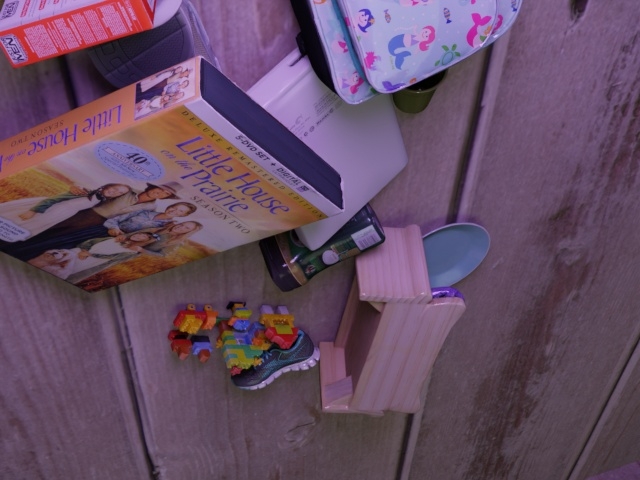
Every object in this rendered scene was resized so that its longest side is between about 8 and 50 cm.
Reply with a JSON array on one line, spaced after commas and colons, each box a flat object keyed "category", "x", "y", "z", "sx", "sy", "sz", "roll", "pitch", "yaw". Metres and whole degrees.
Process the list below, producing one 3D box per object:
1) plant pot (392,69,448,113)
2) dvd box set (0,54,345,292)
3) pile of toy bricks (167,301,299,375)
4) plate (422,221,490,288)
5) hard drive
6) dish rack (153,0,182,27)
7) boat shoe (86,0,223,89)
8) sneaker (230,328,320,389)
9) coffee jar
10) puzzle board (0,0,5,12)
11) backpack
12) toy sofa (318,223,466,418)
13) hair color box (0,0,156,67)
[{"category": "plant pot", "x": 0.126, "y": -0.212, "z": 1.336, "sx": 0.083, "sy": 0.083, "sz": 0.079, "roll": -18, "pitch": 156, "yaw": -8}, {"category": "dvd box set", "x": -0.224, "y": -0.057, "z": 1.220, "sx": 0.420, "sy": 0.062, "sz": 0.307, "roll": -17, "pitch": 150, "yaw": 25}, {"category": "pile of toy bricks", "x": -0.143, "y": 0.174, "z": 1.643, "sx": 0.212, "sy": 0.105, "sz": 0.118, "roll": 4, "pitch": 136, "yaw": -34}, {"category": "plate", "x": 0.206, "y": 0.026, "z": 1.725, "sx": 0.188, "sy": 0.024, "sz": 0.188, "roll": -15, "pitch": 144, "yaw": -11}, {"category": "hard drive", "x": 0.014, "y": -0.140, "z": 1.328, "sx": 0.203, "sy": 0.040, "sz": 0.308, "roll": -43, "pitch": 147, "yaw": -13}, {"category": "dish rack", "x": -0.220, "y": -0.368, "z": 0.875, "sx": 0.285, "sy": 0.072, "sz": 0.333, "roll": 15, "pitch": 129, "yaw": -19}, {"category": "boat shoe", "x": -0.181, "y": -0.220, "z": 1.136, "sx": 0.118, "sy": 0.103, "sz": 0.320, "roll": -20, "pitch": 141, "yaw": 12}, {"category": "sneaker", "x": -0.087, "y": 0.207, "z": 1.771, "sx": 0.166, "sy": 0.065, "sz": 0.076, "roll": -23, "pitch": 128, "yaw": -7}, {"category": "coffee jar", "x": 0.000, "y": 0.000, "z": 1.511, "sx": 0.184, "sy": 0.096, "sz": 0.079, "roll": -28, "pitch": 142, "yaw": 6}, {"category": "puzzle board", "x": -0.352, "y": -0.290, "z": 1.009, "sx": 0.096, "sy": 0.011, "sz": 0.128, "roll": -40, "pitch": 142, "yaw": 19}, {"category": "backpack", "x": 0.101, "y": -0.292, "z": 1.107, "sx": 0.253, "sy": 0.191, "sz": 0.225, "roll": -24, "pitch": 118, "yaw": -11}, {"category": "toy sofa", "x": 0.110, "y": 0.144, "z": 1.683, "sx": 0.177, "sy": 0.150, "sz": 0.363, "roll": 3, "pitch": 138, "yaw": -9}, {"category": "hair color box", "x": -0.225, "y": -0.213, "z": 0.923, "sx": 0.141, "sy": 0.072, "sz": 0.043, "roll": -13, "pitch": 132, "yaw": 9}]
